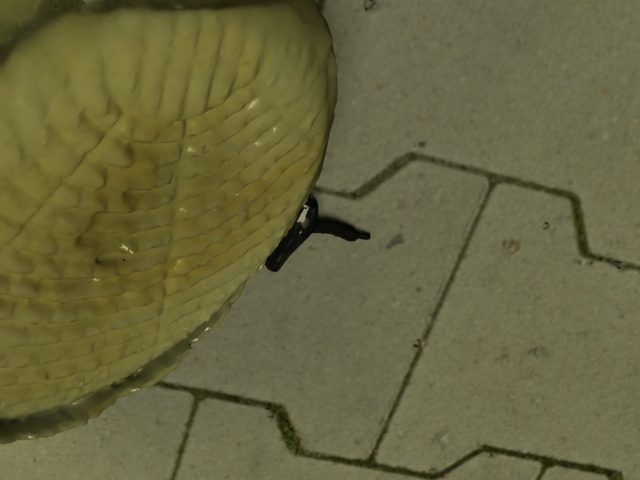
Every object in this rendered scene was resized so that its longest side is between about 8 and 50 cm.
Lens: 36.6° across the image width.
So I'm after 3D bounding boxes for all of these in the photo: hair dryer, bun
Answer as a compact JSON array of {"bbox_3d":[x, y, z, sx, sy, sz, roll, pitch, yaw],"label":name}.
[{"bbox_3d":[0.000,0.000,0.811,0.083,0.031,0.079,12,131,-21],"label":"hair dryer"},{"bbox_3d":[-0.170,-0.059,0.622,0.364,0.202,0.364,-34,147,-25],"label":"bun"}]
